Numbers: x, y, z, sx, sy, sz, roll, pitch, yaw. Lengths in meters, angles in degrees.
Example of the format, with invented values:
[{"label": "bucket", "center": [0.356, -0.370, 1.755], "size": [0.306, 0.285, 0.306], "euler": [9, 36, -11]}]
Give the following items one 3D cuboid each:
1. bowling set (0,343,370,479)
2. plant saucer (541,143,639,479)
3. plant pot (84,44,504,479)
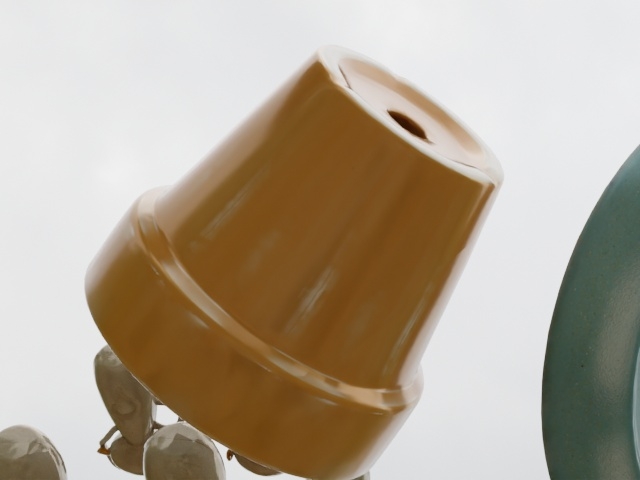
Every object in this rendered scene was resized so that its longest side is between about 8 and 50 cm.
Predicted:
[{"label": "bowling set", "center": [-0.080, 0.142, 1.189], "size": [0.287, 0.200, 0.154], "euler": [3, -47, 11]}, {"label": "plant saucer", "center": [0.261, 0.066, 1.063], "size": [0.043, 0.317, 0.318], "euler": [18, -42, 46]}, {"label": "plant pot", "center": [0.000, 0.000, 0.950], "size": [0.205, 0.205, 0.188], "euler": [32, -70, -11]}]
